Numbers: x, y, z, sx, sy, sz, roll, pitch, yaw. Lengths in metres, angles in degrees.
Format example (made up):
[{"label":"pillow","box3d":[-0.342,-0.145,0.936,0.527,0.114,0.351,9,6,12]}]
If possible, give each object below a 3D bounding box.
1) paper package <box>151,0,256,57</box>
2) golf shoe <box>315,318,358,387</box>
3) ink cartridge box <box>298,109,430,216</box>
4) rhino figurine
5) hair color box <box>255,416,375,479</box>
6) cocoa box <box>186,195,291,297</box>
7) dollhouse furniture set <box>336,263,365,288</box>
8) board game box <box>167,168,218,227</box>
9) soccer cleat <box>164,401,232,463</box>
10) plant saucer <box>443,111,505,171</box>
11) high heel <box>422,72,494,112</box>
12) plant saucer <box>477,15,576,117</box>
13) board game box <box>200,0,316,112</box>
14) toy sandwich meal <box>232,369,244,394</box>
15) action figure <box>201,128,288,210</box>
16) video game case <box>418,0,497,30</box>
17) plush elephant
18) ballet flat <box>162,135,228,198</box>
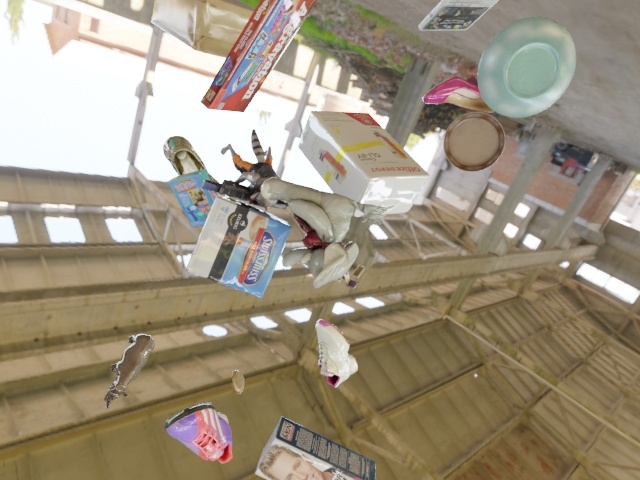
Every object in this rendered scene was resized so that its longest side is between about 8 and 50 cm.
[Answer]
[{"label":"paper package","box3d":[-0.367,-0.755,1.497,0.309,0.168,0.325,-9,-140,-46]},{"label":"golf shoe","box3d":[0.043,0.435,1.655,0.115,0.306,0.140,10,-135,48]},{"label":"ink cartridge box","box3d":[0.142,-0.274,1.497,0.279,0.160,0.384,-8,-130,-35]},{"label":"rhino figurine","box3d":[-0.572,0.380,1.287,0.073,0.106,0.243,45,-143,-27]},{"label":"hair color box","box3d":[-0.014,0.732,1.401,0.347,0.174,0.105,26,-161,-1]},{"label":"cocoa box","box3d":[-0.239,0.008,1.360,0.228,0.231,0.347,23,-178,-7]},{"label":"dollhouse furniture set","box3d":[0.122,0.120,1.781,0.091,0.081,0.114,19,-126,33]},{"label":"board game box","box3d":[-0.474,-0.160,1.689,0.160,0.210,0.047,-7,-150,25]},{"label":"soccer cleat","box3d":[-0.290,0.493,1.097,0.109,0.318,0.116,-26,-118,-9]},{"label":"plant saucer","box3d":[0.444,-0.285,1.262,0.168,0.168,0.029,25,-159,11]},{"label":"high heel","box3d":[0.386,-0.383,1.196,0.244,0.082,0.117,-23,-94,-34]},{"label":"plant saucer","box3d":[0.422,-0.344,0.880,0.195,0.195,0.037,19,-153,-6]},{"label":"board game box","box3d":[-0.113,-0.369,0.833,0.027,0.281,0.145,42,-158,4]},{"label":"toy sandwich meal","box3d":[-0.303,0.512,1.576,0.029,0.085,0.085,-19,-165,14]},{"label":"action figure","box3d":[-0.253,-0.243,1.561,0.341,0.178,0.330,6,-137,-41]},{"label":"video game case","box3d":[0.383,-0.623,1.156,0.190,0.173,0.022,-17,-97,-30]},{"label":"plush elephant","box3d":[0.000,0.000,1.218,0.330,0.255,0.272,14,177,18]},{"label":"ballet flat","box3d":[-0.547,-0.249,1.973,0.182,0.164,0.483,54,173,45]}]
